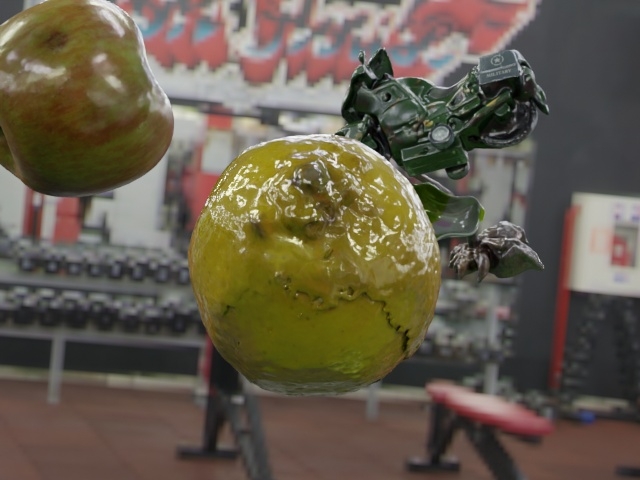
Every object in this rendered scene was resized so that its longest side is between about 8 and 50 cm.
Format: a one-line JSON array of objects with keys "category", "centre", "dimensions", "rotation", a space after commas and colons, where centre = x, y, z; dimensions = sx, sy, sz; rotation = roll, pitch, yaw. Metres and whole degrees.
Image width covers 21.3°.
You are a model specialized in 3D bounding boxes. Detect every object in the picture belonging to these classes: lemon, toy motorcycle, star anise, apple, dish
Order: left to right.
[{"category": "apple", "centre": [-0.324, -0.177, 2.163], "dimensions": [0.264, 0.264, 0.264], "rotation": [6, 2, 0]}, {"category": "lemon", "centre": [-0.004, 0.021, 1.345], "dimensions": [0.204, 0.204, 0.260], "rotation": [6, -32, 5]}, {"category": "dish", "centre": [0.140, -0.025, 2.155], "dimensions": [0.137, 0.091, 0.039], "rotation": [2, -31, 7]}, {"category": "toy motorcycle", "centre": [0.140, -0.168, 2.095], "dimensions": [0.274, 0.187, 0.125], "rotation": [-12, -33, 13]}, {"category": "star anise", "centre": [0.197, -0.057, 2.360], "dimensions": [0.218, 0.227, 0.148], "rotation": [-1, 29, 36]}]
